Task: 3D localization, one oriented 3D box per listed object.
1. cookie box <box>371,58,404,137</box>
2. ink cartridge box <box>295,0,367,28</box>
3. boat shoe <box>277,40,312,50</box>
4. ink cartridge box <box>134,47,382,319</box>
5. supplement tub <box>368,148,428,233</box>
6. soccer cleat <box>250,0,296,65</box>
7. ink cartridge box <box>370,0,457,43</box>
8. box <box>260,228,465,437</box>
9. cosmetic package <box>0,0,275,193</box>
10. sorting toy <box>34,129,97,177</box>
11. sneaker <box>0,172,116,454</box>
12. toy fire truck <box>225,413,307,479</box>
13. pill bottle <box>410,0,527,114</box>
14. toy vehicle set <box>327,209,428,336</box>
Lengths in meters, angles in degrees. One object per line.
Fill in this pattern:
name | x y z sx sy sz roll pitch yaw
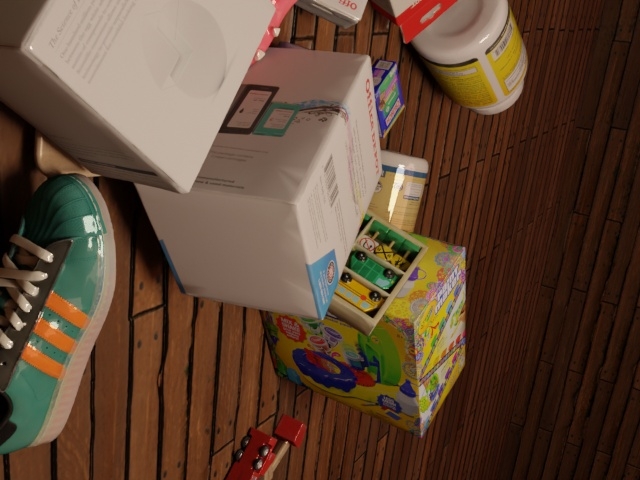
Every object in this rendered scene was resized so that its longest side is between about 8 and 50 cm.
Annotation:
cookie box | 0.109 -0.254 1.354 0.092 0.040 0.107 -58 150 -28
ink cartridge box | 0.022 -0.386 1.041 0.109 0.063 0.151 21 87 -18
boat shoe | 0.000 -0.205 1.111 0.306 0.113 0.105 8 104 -78
ink cartridge box | -0.056 -0.080 0.926 0.198 0.197 0.270 79 27 -45
supplement tub | 0.103 -0.061 1.339 0.144 0.144 0.200 -3 108 -61
soccer cleat | -0.089 -0.291 0.933 0.248 0.095 0.083 -53 134 -18
ink cartridge box | 0.137 -0.447 1.209 0.134 0.078 0.231 -40 147 -5
box | 0.070 0.124 1.228 0.177 0.290 0.279 -48 143 -37
cosmetic package | -0.182 -0.200 0.680 0.224 0.138 0.225 -67 150 -17
sorting toy | -0.223 -0.175 0.801 0.193 0.038 0.208 -15 114 -59
sneaker | -0.290 0.081 0.728 0.121 0.108 0.302 -7 117 -60
toy fire truck | -0.102 0.393 1.327 0.192 0.047 0.135 -63 152 -17
pill bottle | 0.301 -0.374 1.479 0.334 0.187 0.188 30 79 -62
toy vehicle set | 0.000 0.000 1.064 0.166 0.266 0.035 -51 169 -37
